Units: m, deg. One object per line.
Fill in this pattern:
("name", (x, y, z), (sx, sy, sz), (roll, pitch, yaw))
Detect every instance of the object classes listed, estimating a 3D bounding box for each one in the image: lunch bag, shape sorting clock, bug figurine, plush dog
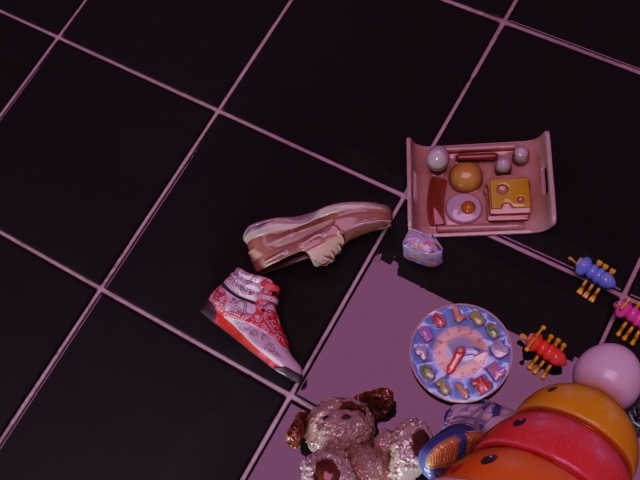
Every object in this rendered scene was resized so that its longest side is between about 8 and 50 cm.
("lunch bag", (0.218, 0.017, 1.719), (0.083, 0.071, 0.053), (23, 70, 18))
("shape sorting clock", (0.281, 0.223, 1.646), (0.206, 0.040, 0.206), (-3, 69, 7))
("bug figurine", (0.535, 0.166, 1.613), (0.216, 0.072, 0.279), (32, 76, 18))
("plush dog", (0.061, 0.395, 1.562), (0.262, 0.211, 0.225), (-14, 48, -16))

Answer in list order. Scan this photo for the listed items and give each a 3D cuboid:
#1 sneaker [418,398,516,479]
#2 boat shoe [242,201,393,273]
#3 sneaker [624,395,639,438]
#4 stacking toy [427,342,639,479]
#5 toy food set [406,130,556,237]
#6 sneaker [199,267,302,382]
("sneaker", (0.258, 0.364, 1.492), (0.131, 0.296, 0.112), (26, 109, 42))
("boat shoe", (0.000, 0.000, 1.742), (0.324, 0.123, 0.116), (-13, 75, 10))
("sneaker", (0.578, 0.330, 1.528), (0.223, 0.098, 0.083), (-38, 68, -7))
("stacking toy", (0.403, 0.358, 1.360), (0.350, 0.351, 0.480), (29, 56, 18))
("toy food set", (0.338, -0.127, 1.745), (0.306, 0.092, 0.220), (-2, 68, 8))
("sneaker", (-0.111, 0.166, 1.701), (0.270, 0.090, 0.145), (35, 80, 22))
